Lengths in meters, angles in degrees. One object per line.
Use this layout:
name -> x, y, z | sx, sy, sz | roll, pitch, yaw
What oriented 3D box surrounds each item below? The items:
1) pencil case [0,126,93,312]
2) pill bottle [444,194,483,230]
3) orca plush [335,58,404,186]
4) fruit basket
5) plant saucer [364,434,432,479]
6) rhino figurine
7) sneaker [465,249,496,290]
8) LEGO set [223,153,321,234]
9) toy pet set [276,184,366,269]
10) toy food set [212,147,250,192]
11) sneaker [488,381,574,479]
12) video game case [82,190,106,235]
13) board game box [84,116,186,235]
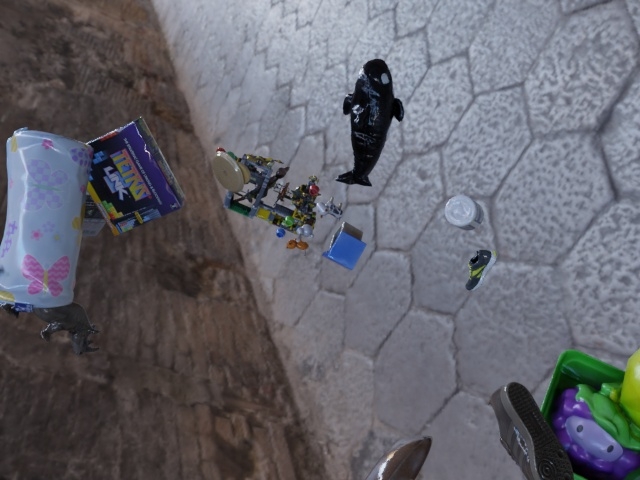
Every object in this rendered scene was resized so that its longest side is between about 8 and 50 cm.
pencil case -> -0.426, -0.029, 0.998 | 0.113, 0.124, 0.272 | 156, 121, -82
pill bottle -> 0.310, -0.056, 1.395 | 0.067, 0.120, 0.066 | -3, 84, 24
orca plush -> 0.085, -0.257, 1.455 | 0.151, 0.102, 0.287 | 33, 117, 22
fruit basket -> 0.559, 0.314, 1.078 | 0.392, 0.392, 0.283 | -37, 11, 51
plant saucer -> 0.098, 0.367, 0.979 | 0.036, 0.199, 0.198 | 32, 105, 26
rhino figurine -> -0.593, 0.180, 1.486 | 0.106, 0.243, 0.073 | -53, 31, -18
sneaker -> 0.258, 0.046, 1.085 | 0.031, 0.035, 0.083 | -87, 19, -60
LEGO set -> -0.132, -0.181, 1.984 | 0.192, 0.332, 0.255 | -63, 0, 37
toy pet set -> 0.000, 0.000, 0.963 | 0.122, 0.114, 0.065 | -51, 14, 42
toy food set -> -0.161, -0.124, 1.159 | 0.020, 0.082, 0.083 | -37, -7, -34
sneaker -> 0.312, 0.308, 0.979 | 0.071, 0.066, 0.188 | 123, 135, -54
video game case -> -0.653, -0.075, 1.783 | 0.173, 0.190, 0.022 | -46, 66, 25
board game box -> -0.340, -0.111, 1.156 | 0.141, 0.170, 0.048 | -22, 19, 13
